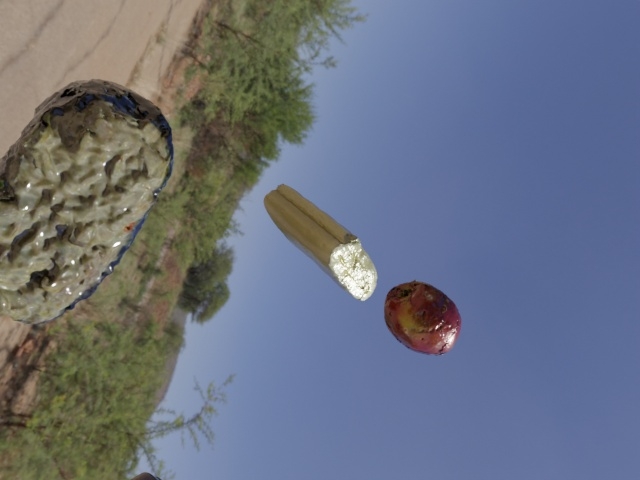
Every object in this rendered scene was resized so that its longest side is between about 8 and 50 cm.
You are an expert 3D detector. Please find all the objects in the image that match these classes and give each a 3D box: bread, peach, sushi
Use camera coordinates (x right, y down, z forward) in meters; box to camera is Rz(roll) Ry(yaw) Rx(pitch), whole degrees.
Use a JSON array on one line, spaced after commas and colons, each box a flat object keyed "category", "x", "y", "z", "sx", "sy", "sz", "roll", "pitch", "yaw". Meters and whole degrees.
[{"category": "bread", "x": 0.000, "y": 0.000, "z": 0.675, "sx": 0.060, "sy": 0.139, "sz": 0.178, "roll": -45, "pitch": -131, "yaw": -7}, {"category": "peach", "x": 0.108, "y": 0.089, "z": 0.495, "sx": 0.077, "sy": 0.083, "sz": 0.050, "roll": -22, "pitch": -154, "yaw": 36}, {"category": "sushi", "x": -0.350, "y": -0.061, "z": 0.646, "sx": 0.350, "sy": 0.210, "sz": 0.171, "roll": -53, "pitch": -147, "yaw": 3}]

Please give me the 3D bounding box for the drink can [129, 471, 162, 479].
[{"category": "drink can", "x": -0.306, "y": 0.426, "z": 0.638, "sx": 0.204, "sy": 0.118, "sz": 0.118, "roll": -19, "pitch": 153, "yaw": -46}]
